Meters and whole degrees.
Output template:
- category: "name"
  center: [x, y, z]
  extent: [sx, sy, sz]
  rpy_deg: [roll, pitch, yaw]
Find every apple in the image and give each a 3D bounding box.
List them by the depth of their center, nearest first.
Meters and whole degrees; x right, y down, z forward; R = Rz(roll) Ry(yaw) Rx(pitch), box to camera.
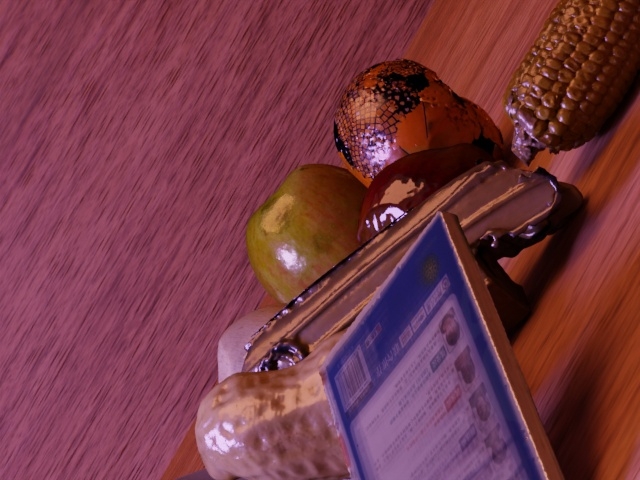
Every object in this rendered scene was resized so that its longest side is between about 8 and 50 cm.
- category: "apple"
  center: [0.000, 0.000, 2.252]
  extent: [0.246, 0.226, 0.246]
  rpy_deg: [-56, 6, 10]

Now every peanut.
- category: "peanut"
  center: [0.022, 0.159, 1.375]
  extent: [0.318, 0.148, 0.147]
  rpy_deg: [-13, 32, 25]

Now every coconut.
- category: "coconut"
  center: [-0.040, 0.189, 1.886]
  extent: [0.224, 0.224, 0.224]
  rpy_deg: [-58, 7, 12]

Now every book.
- category: "book"
  center: [0.093, 0.165, 1.150]
  extent: [0.228, 0.018, 0.322]
  rpy_deg: [-54, 39, 38]

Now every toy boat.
- category: "toy boat"
  center: [0.086, 0.082, 1.476]
  extent: [0.445, 0.162, 0.136]
  rpy_deg: [-39, -16, 17]

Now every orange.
- category: "orange"
  center: [0.125, -0.133, 1.881]
  extent: [0.182, 0.234, 0.234]
  rpy_deg: [-57, 8, 14]

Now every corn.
- category: "corn"
  center: [0.298, -0.220, 1.512]
  extent: [0.322, 0.119, 0.119]
  rpy_deg: [-57, 7, 9]

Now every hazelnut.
- category: "hazelnut"
  center: [0.140, -0.024, 1.714]
  extent: [0.201, 0.170, 0.160]
  rpy_deg: [-10, 5, 32]

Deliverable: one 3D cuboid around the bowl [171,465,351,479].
- category: "bowl"
  center: [-0.069, 0.330, 1.457]
  extent: [0.345, 0.345, 0.157]
  rpy_deg: [-160, 56, -83]
